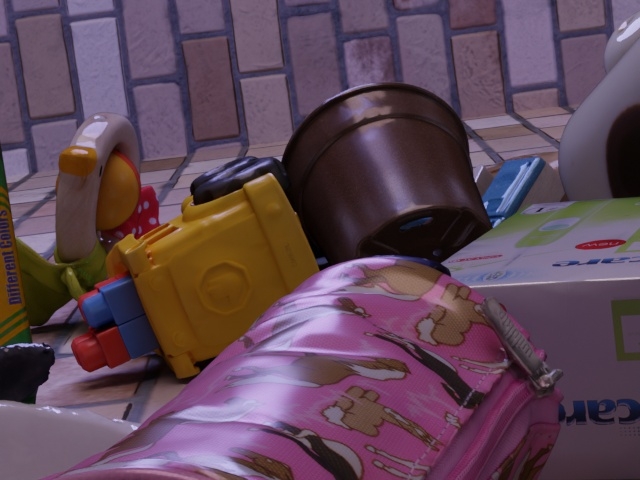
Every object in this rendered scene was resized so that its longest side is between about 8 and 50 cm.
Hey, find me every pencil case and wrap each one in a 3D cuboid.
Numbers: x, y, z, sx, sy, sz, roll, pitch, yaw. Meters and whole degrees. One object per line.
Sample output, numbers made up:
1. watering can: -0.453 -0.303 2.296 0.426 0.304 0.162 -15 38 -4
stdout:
1. pencil case: -0.010 0.113 0.710 0.160 0.167 0.386 31 18 10

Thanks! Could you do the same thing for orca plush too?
1. orca plush: -0.132 0.131 0.879 0.102 0.151 0.287 -40 -9 35

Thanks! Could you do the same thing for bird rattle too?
1. bird rattle: -0.203 -0.021 1.661 0.143 0.207 0.253 15 25 17

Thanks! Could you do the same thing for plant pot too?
1. plant pot: 0.063 -0.017 1.408 0.167 0.167 0.165 -9 35 -9

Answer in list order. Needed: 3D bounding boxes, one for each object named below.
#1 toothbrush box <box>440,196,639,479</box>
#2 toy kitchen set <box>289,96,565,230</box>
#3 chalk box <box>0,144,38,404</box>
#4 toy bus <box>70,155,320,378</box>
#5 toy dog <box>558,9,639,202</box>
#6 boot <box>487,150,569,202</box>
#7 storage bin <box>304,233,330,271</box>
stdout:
1. toothbrush box: 0.193 0.051 1.060 0.206 0.122 0.283 -4 11 23
2. toy kitchen set: 0.082 -0.049 1.581 0.207 0.166 0.122 -6 46 55
3. chalk box: -0.336 0.057 1.101 0.289 0.180 0.179 -9 -17 -14
4. toy bus: -0.109 0.037 1.411 0.211 0.149 0.220 -25 9 -8
5. toy dog: 0.322 -0.128 1.314 0.395 0.284 0.408 -26 -12 -7
6. boot: 0.216 -0.043 1.802 0.236 0.089 0.269 -14 3 37
7. storage bin: 0.000 0.000 1.702 0.135 0.098 0.091 -15 -16 -40
